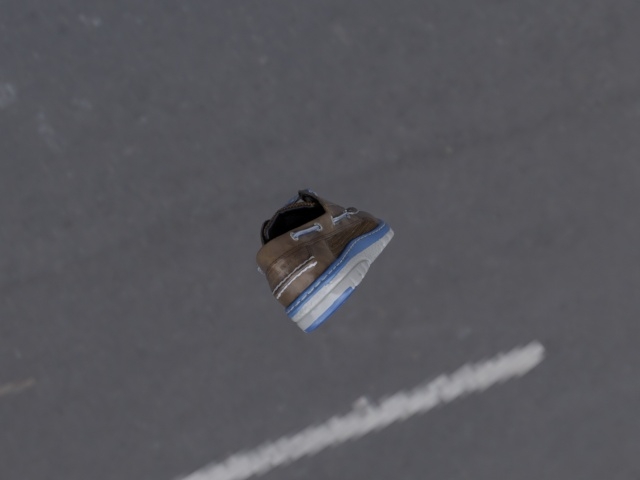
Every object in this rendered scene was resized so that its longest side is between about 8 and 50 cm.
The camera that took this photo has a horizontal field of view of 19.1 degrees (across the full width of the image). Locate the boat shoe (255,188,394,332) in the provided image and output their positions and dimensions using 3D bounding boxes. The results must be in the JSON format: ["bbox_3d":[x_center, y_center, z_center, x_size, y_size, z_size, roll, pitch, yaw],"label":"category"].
[{"bbox_3d":[0.000,0.000,1.216,0.066,0.066,0.183,-42,-176,12],"label":"boat shoe"}]
